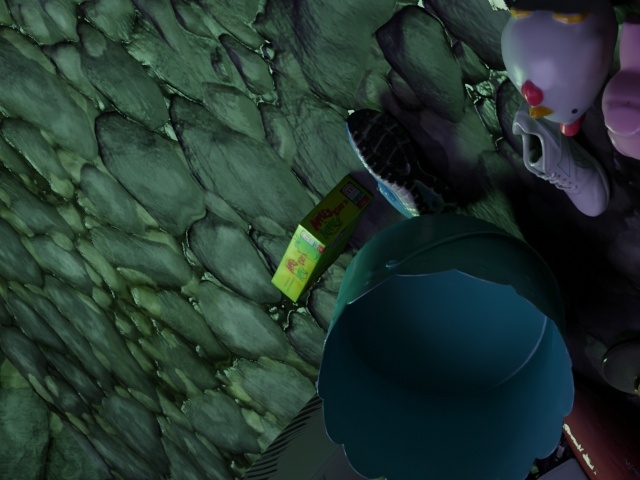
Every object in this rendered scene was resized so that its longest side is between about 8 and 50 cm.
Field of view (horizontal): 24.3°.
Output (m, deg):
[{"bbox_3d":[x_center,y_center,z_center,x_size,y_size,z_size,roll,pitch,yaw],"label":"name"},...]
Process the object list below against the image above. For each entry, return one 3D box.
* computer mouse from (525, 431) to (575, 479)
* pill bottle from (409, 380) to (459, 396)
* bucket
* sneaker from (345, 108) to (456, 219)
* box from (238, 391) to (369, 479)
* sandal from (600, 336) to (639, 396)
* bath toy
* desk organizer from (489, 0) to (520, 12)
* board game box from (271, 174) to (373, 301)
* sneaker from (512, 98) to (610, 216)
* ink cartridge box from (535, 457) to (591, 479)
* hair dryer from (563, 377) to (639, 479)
[{"bbox_3d":[0.191,0.325,1.836,0.188,0.272,0.072,97,159,-50],"label":"computer mouse"},{"bbox_3d":[0.144,0.199,1.844,0.153,0.153,0.264,30,151,25],"label":"pill bottle"},{"bbox_3d":[0.133,0.114,1.575,0.281,0.183,0.281,2,117,4],"label":"bucket"},{"bbox_3d":[0.075,-0.073,1.636,0.162,0.063,0.073,52,156,-17],"label":"sneaker"},{"bbox_3d":[0.016,0.280,2.005,0.094,0.275,0.113,21,146,38],"label":"box"},{"bbox_3d":[0.381,0.160,1.558,0.219,0.060,0.090,17,144,41],"label":"sandal"},{"bbox_3d":[0.288,-0.113,1.172,0.348,0.151,0.129,19,130,43],"label":"bath toy"},{"bbox_3d":[0.132,-0.262,1.290,0.050,0.047,0.130,5,135,55],"label":"desk organizer"},{"bbox_3d":[0.000,0.000,1.815,0.043,0.092,0.181,41,154,7],"label":"board game box"},{"bbox_3d":[0.225,-0.076,1.424,0.054,0.061,0.152,3,135,50],"label":"sneaker"},{"bbox_3d":[0.326,0.342,1.817,0.109,0.063,0.150,61,-174,31],"label":"ink cartridge box"},{"bbox_3d":[0.347,0.286,1.745,0.293,0.080,0.223,60,167,-12],"label":"hair dryer"}]
